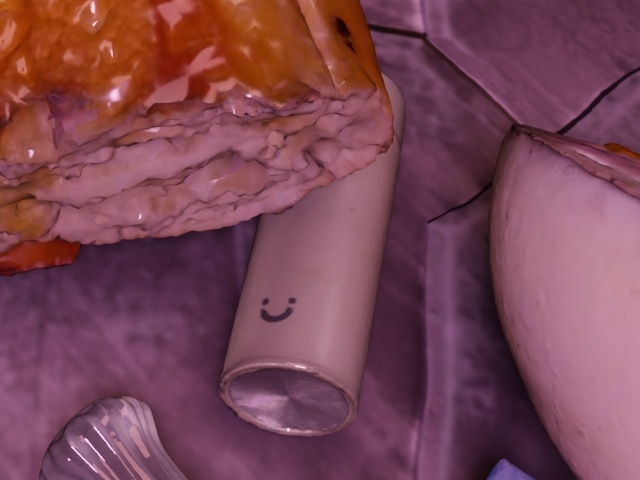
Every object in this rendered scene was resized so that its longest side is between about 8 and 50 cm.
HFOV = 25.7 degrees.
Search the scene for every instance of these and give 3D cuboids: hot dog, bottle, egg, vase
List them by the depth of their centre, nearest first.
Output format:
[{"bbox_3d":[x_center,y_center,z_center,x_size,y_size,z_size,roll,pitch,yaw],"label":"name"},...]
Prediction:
[{"bbox_3d":[-0.064,0.138,0.639,0.081,0.081,0.149,-32,66,-30],"label":"vase"},{"bbox_3d":[0.185,0.056,0.695,0.264,0.174,0.286,21,11,-25],"label":"egg"},{"bbox_3d":[-0.174,-0.161,0.721,0.367,0.196,0.366,-12,69,0],"label":"hot dog"},{"bbox_3d":[0.000,0.000,0.749,0.072,0.072,0.202,14,55,-4],"label":"bottle"}]

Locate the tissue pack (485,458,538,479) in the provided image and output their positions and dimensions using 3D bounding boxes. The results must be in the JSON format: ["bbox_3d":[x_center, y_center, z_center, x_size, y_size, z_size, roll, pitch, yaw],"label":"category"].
[{"bbox_3d":[0.115,0.193,0.651,0.155,0.065,0.115,34,54,9],"label":"tissue pack"}]
